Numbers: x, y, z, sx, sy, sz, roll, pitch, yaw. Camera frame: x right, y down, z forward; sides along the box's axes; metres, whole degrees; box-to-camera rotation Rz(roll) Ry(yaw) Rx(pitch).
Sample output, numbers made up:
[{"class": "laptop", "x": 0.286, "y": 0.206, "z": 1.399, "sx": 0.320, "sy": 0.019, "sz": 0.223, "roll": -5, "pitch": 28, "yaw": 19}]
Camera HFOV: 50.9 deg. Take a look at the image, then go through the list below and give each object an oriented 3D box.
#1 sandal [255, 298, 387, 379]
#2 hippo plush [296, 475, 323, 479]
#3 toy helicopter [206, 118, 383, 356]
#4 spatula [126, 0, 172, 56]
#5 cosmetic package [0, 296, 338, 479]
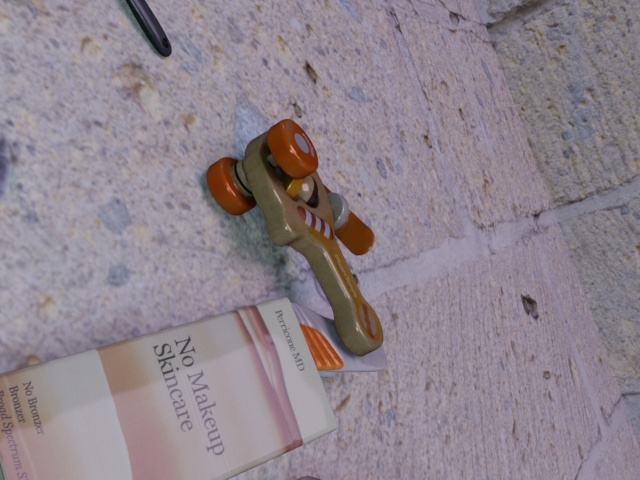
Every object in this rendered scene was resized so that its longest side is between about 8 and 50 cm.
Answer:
[{"class": "sandal", "x": -0.007, "y": 0.160, "z": 0.953, "sx": 0.265, "sy": 0.076, "sz": 0.101, "roll": 22, "pitch": 39, "yaw": -44}, {"class": "hippo plush", "x": 0.035, "y": 0.431, "z": 0.794, "sx": 0.235, "sy": 0.294, "sz": 0.236, "roll": 26, "pitch": 74, "yaw": -12}, {"class": "toy helicopter", "x": 0.000, "y": 0.000, "z": 0.988, "sx": 0.354, "sy": 0.140, "sz": 0.235, "roll": 64, "pitch": 22, "yaw": 7}, {"class": "spatula", "x": -0.292, "y": -0.376, "z": 0.901, "sx": 0.296, "sy": 0.030, "sz": 0.084, "roll": 54, "pitch": 37, "yaw": -21}, {"class": "cosmetic package", "x": -0.151, "y": 0.169, "z": 0.626, "sx": 0.296, "sy": 0.129, "sz": 0.153, "roll": -14, "pitch": 74, "yaw": -38}]
